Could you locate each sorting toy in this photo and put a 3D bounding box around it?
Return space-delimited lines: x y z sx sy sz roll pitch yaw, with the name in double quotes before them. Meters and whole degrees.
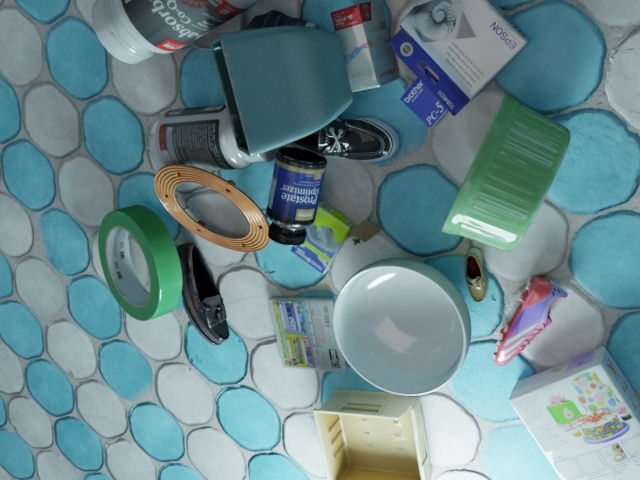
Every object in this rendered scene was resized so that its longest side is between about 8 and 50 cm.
"sorting toy" 0.099 -0.018 1.811 0.062 0.012 0.083 28 130 -31

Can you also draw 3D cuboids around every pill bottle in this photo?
"pill bottle" -0.329 -0.549 1.663 0.363 0.210 0.210 -19 99 32
"pill bottle" -0.063 -0.104 1.779 0.123 0.123 0.219 20 113 20
"pill bottle" -0.251 -0.253 1.829 0.283 0.161 0.161 1 109 27

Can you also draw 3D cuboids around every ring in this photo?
"ring" -0.274 -0.084 1.898 0.336 0.032 0.336 20 150 12

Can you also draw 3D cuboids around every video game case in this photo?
"video game case" -0.035 0.252 1.997 0.193 0.023 0.212 -1 109 28

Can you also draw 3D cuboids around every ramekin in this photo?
"ramekin" 0.374 -0.125 1.483 0.148 0.303 0.303 26 119 9

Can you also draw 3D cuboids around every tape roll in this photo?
"tape roll" -0.511 0.064 2.078 0.321 0.077 0.321 21 120 41

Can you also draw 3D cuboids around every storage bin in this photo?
"storage bin" 0.142 0.544 1.960 0.260 0.123 0.262 -2 108 28

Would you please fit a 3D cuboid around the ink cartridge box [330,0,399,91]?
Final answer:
"ink cartridge box" 0.098 -0.420 1.603 0.072 0.127 0.175 -8 105 29

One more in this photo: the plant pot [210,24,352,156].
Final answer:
"plant pot" -0.075 -0.335 1.579 0.252 0.248 0.247 -15 104 -9

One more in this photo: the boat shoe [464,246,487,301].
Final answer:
"boat shoe" 0.356 0.085 1.716 0.050 0.045 0.135 -4 107 29

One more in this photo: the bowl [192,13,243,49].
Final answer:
"bowl" -0.245 -0.533 1.781 0.142 0.053 0.142 8 113 26

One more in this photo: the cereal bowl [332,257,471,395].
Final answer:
"cereal bowl" 0.206 0.192 1.779 0.339 0.141 0.339 10 113 23

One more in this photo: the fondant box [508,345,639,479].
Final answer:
"fondant box" 0.624 0.436 1.686 0.238 0.096 0.330 -33 93 33

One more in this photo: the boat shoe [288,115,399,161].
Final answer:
"boat shoe" 0.029 -0.242 1.723 0.301 0.102 0.108 17 116 21

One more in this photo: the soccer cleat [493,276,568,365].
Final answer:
"soccer cleat" 0.471 0.196 1.683 0.095 0.083 0.248 24 116 12

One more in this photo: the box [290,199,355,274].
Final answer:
"box" 0.000 0.000 1.869 0.109 0.042 0.178 36 120 11

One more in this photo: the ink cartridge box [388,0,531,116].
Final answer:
"ink cartridge box" 0.272 -0.404 1.514 0.223 0.045 0.224 48 123 6

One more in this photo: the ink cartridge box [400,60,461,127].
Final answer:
"ink cartridge box" 0.274 -0.351 1.588 0.097 0.046 0.207 46 123 6

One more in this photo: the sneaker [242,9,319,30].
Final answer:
"sneaker" -0.113 -0.421 1.728 0.163 0.086 0.226 22 109 6

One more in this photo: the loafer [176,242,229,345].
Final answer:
"loafer" -0.328 0.148 2.062 0.095 0.109 0.302 -26 93 28
